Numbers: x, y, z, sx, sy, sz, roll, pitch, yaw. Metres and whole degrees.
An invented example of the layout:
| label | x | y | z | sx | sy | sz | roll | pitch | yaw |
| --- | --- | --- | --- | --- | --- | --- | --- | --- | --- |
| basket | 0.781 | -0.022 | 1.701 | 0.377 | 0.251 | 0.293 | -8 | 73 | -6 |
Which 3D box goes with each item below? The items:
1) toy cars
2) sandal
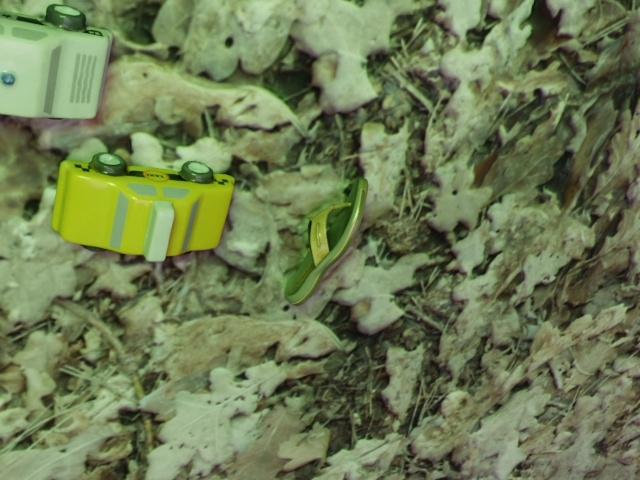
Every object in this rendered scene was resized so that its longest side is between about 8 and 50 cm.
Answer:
| label | x | y | z | sx | sy | sz | roll | pitch | yaw |
| --- | --- | --- | --- | --- | --- | --- | --- | --- | --- |
| toy cars | -0.222 | -0.087 | 0.742 | 0.176 | 0.087 | 0.394 | -38 | 130 | 0 |
| sandal | 0.000 | 0.000 | 0.938 | 0.049 | 0.072 | 0.180 | 30 | 110 | -16 |
